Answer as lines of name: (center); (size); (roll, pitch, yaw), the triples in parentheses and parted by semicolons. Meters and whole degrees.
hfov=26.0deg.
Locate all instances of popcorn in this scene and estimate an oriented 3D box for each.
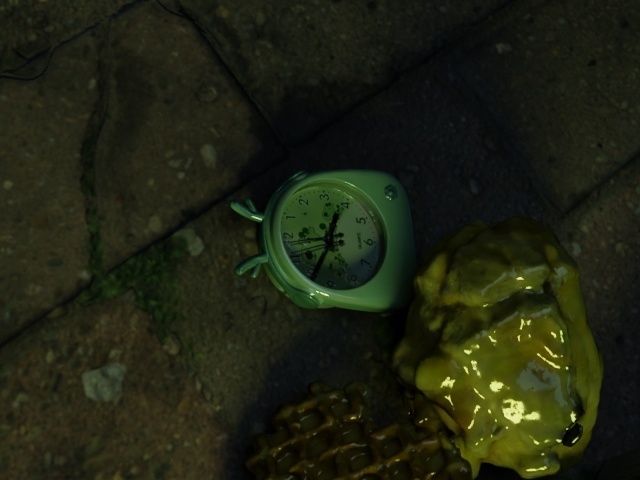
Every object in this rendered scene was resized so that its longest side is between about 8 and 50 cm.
popcorn: (0.191, 0.120, 1.461); (0.252, 0.215, 0.286); (-26, 101, -31)

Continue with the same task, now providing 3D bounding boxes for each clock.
clock: (0.000, 0.000, 1.499); (0.210, 0.066, 0.159); (4, 70, -23)

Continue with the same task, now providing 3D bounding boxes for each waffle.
waffle: (0.039, 0.241, 1.350); (0.056, 0.253, 0.249); (66, 34, -43)

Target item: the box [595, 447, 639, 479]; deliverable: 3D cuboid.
box: (0.464, 0.341, 1.514); (0.299, 0.200, 0.106); (36, 60, -9)
